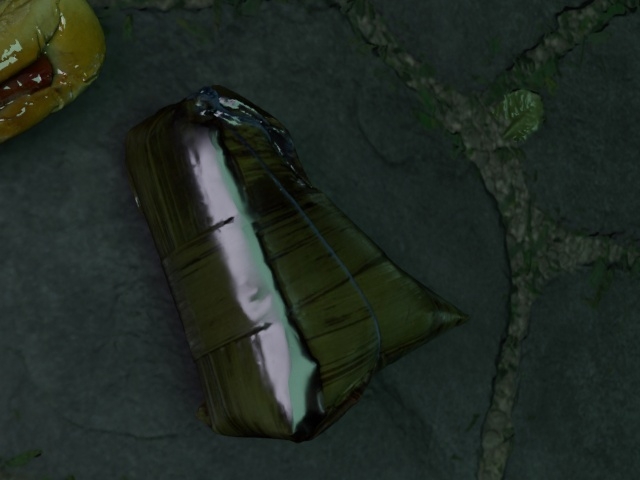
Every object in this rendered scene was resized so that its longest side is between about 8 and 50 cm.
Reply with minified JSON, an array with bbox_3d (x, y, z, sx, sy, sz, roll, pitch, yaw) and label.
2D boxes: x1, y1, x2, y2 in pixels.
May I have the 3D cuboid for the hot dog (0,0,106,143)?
[{"bbox_3d":[-0.262,-0.101,0.632,0.242,0.073,0.084,-29,138,-15],"label":"hot dog"}]

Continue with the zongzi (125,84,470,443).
[{"bbox_3d":[0.000,0.000,0.775,0.300,0.138,0.286,-16,87,-40],"label":"zongzi"}]
